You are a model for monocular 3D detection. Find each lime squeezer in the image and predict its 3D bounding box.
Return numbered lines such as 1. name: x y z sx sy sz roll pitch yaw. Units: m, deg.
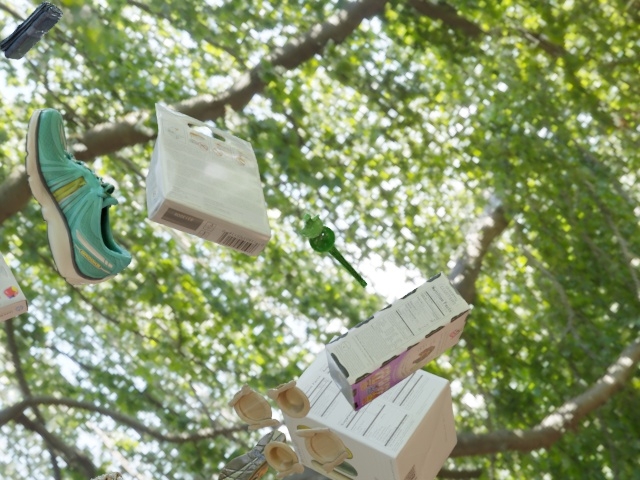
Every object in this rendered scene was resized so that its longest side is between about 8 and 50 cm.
1. lime squeezer: 0.000 0.000 1.579 0.059 0.110 0.310 -31 -35 6

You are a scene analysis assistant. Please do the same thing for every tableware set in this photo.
1. tableware set: -0.047 0.263 1.113 0.141 0.168 0.020 -28 9 35

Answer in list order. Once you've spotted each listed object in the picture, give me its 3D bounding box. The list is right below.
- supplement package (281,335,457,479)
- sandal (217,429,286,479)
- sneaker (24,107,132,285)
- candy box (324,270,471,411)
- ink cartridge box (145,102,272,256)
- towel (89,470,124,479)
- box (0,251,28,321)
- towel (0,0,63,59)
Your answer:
1. supplement package: 0.096 0.353 1.544 0.198 0.263 0.199 -47 -41 -34
2. sandal: -0.142 0.490 1.752 0.180 0.072 0.049 -38 -49 -21
3. sneaker: -0.363 -0.071 1.210 0.110 0.275 0.107 -17 6 7
4. candy box: 0.109 0.147 1.140 0.196 0.070 0.165 -32 -22 -10
5. ink cartridge box: -0.298 -0.159 2.060 0.308 0.385 0.091 20 -54 -32
6. towel: -0.403 0.505 1.352 0.282 0.187 0.049 -26 -18 37
7. box: -0.608 0.092 1.338 0.186 0.145 0.038 -24 -32 -27
8. towel: -0.501 -0.363 1.385 0.119 0.029 0.067 -43 3 6
